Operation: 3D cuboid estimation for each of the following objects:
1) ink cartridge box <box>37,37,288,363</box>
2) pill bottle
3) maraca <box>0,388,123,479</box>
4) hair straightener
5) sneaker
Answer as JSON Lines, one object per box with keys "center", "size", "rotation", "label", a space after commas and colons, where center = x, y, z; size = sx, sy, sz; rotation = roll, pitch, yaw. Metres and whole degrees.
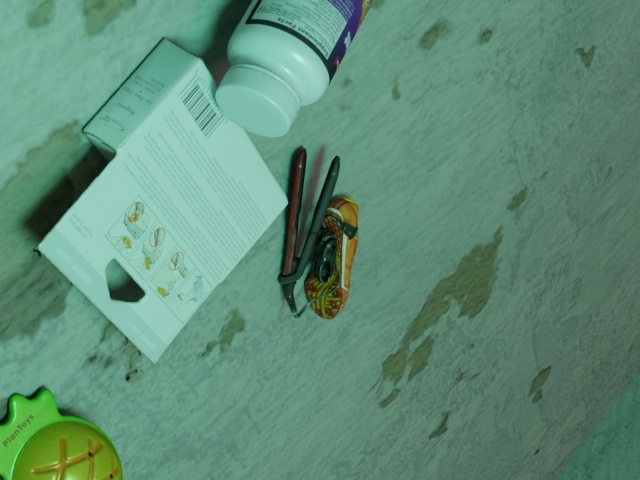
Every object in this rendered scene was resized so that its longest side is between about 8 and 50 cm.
{"center": [-0.164, -0.031, 1.277], "size": [0.239, 0.060, 0.275], "rotation": [-50, 148, -13], "label": "ink cartridge box"}
{"center": [-0.027, -0.201, 1.234], "size": [0.194, 0.108, 0.108], "rotation": [-63, 152, -24], "label": "pill bottle"}
{"center": [-0.281, 0.240, 1.314], "size": [0.127, 0.099, 0.186], "rotation": [-52, 124, -26], "label": "maraca"}
{"center": [0.000, 0.000, 1.504], "size": [0.047, 0.089, 0.231], "rotation": [-77, 177, -60], "label": "hair straightener"}
{"center": [0.024, 0.026, 1.589], "size": [0.067, 0.064, 0.175], "rotation": [-37, 146, -48], "label": "sneaker"}
